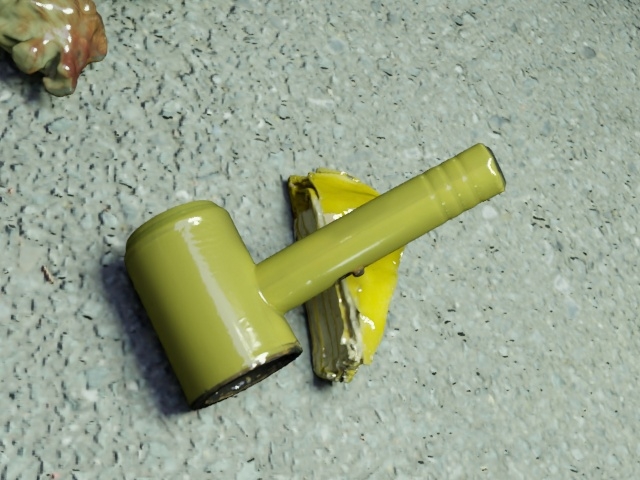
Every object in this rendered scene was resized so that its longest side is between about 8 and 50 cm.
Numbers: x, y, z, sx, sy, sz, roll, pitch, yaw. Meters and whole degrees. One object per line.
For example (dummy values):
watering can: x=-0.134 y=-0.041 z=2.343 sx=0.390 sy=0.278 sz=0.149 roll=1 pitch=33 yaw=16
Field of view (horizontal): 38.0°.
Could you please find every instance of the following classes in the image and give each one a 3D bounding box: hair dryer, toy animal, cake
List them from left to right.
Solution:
toy animal: x=-0.275 y=-0.248 z=0.752 sx=0.157 sy=0.097 sz=0.312 roll=-6 pitch=66 yaw=-40
hair dryer: x=0.000 y=0.000 z=0.683 sx=0.279 sy=0.090 sz=0.135 roll=-29 pitch=76 yaw=3
cake: x=0.010 y=0.013 z=0.754 sx=0.116 sy=0.080 sz=0.185 roll=32 pitch=61 yaw=-10
